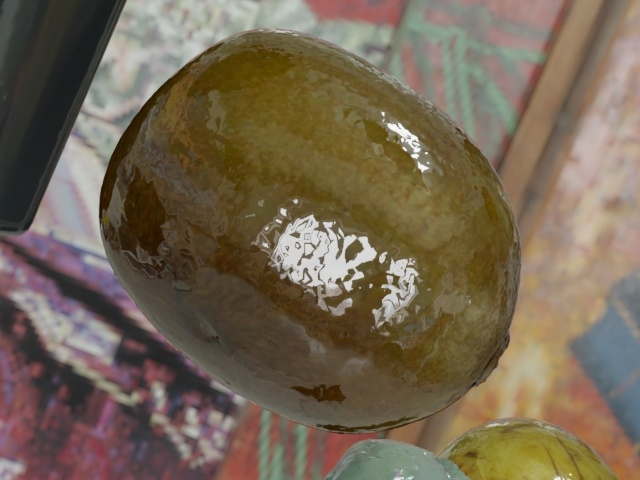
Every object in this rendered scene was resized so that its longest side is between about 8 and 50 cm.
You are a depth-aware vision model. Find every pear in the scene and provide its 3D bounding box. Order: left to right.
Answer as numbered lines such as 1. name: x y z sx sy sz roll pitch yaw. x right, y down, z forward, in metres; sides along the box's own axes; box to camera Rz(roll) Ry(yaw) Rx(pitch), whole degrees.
1. pear: 0.219 0.331 2.079 0.280 0.281 0.281 20 19 -7

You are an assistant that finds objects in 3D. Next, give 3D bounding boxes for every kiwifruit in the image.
1. kiwifruit: 0.000 0.000 1.025 0.234 0.196 0.196 39 20 1

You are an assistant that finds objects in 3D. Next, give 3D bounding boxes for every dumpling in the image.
1. dumpling: 0.061 0.227 1.629 0.105 0.149 0.216 60 31 -7

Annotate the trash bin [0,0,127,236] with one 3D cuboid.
1. trash bin: -0.236 -0.163 1.248 0.209 0.290 0.182 12 12 -45
